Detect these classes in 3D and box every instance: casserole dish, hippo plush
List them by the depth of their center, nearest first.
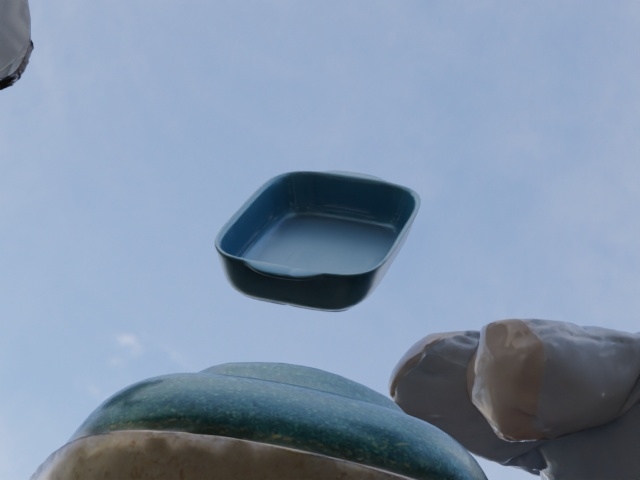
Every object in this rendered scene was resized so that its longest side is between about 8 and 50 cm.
[{"bbox_3d":[0.190,0.180,0.907,0.294,0.234,0.236,2,-100,-13],"label":"hippo plush"},{"bbox_3d":[0.000,0.000,0.921,0.114,0.188,0.037,10,-65,13],"label":"casserole dish"}]

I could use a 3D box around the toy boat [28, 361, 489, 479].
[{"bbox_3d":[0.038,0.138,0.548,0.318,0.148,0.267,15,-32,-8],"label":"toy boat"}]

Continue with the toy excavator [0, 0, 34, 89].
[{"bbox_3d":[-0.393,-0.293,0.929,0.222,0.445,0.432,9,-77,18],"label":"toy excavator"}]
